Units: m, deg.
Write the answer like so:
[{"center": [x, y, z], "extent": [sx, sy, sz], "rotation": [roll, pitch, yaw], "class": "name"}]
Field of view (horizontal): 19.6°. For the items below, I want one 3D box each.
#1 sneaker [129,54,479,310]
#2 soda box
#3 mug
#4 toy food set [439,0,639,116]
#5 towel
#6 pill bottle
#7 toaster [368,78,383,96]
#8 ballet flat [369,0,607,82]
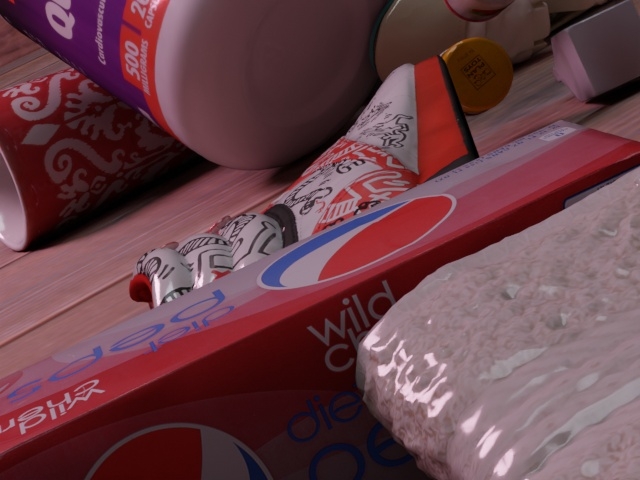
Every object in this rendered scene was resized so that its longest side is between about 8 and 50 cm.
[{"center": [0.000, -0.001, 0.753], "extent": [0.145, 0.090, 0.270], "rotation": [-20, 16, 6], "class": "sneaker"}, {"center": [-0.013, 0.055, 0.562], "extent": [0.263, 0.083, 0.092], "rotation": [-25, 13, -7], "class": "soda box"}, {"center": [-0.172, -0.078, 1.338], "extent": [0.169, 0.113, 0.150], "rotation": [-26, 14, -25], "class": "mug"}, {"center": [0.155, -0.142, 1.027], "extent": [0.232, 0.111, 0.104], "rotation": [-26, 1, -6], "class": "toy food set"}, {"center": [0.160, 0.008, 0.446], "extent": [0.282, 0.049, 0.187], "rotation": [-26, 25, -8], "class": "towel"}, {"center": [-0.112, -0.187, 1.232], "extent": [0.181, 0.181, 0.323], "rotation": [-31, 45, -29], "class": "pill bottle"}, {"center": [0.020, -0.189, 1.362], "extent": [0.129, 0.146, 0.227], "rotation": [-27, 13, -18], "class": "toaster"}, {"center": [0.131, -0.158, 1.212], "extent": [0.086, 0.086, 0.248], "rotation": [-11, 17, 44], "class": "ballet flat"}]
